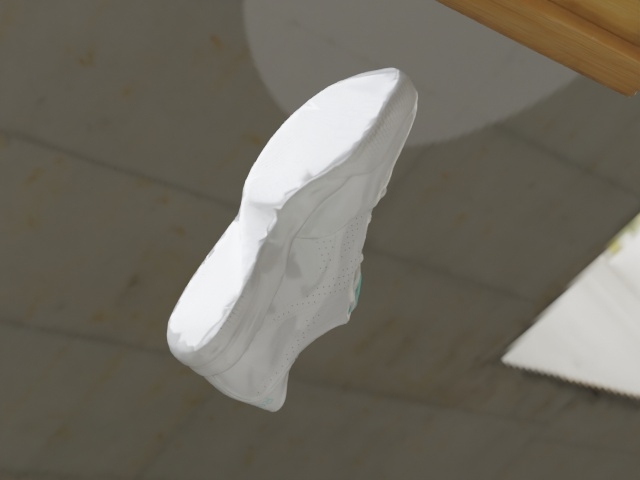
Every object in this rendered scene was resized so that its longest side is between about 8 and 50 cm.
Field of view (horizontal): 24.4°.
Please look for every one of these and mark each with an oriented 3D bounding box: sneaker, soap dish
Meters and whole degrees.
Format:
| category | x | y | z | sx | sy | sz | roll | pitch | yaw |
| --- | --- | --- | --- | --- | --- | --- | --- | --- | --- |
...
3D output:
| category | x | y | z | sx | sy | sz | roll | pitch | yaw |
| --- | --- | --- | --- | --- | --- | --- | --- | --- | --- |
| sneaker | 0.000 | 0.000 | 0.860 | 0.094 | 0.080 | 0.212 | 42 | -104 | -34 |
| soap dish | 0.273 | -0.309 | 1.562 | 0.291 | 0.118 | 0.229 | 22 | -90 | -25 |
